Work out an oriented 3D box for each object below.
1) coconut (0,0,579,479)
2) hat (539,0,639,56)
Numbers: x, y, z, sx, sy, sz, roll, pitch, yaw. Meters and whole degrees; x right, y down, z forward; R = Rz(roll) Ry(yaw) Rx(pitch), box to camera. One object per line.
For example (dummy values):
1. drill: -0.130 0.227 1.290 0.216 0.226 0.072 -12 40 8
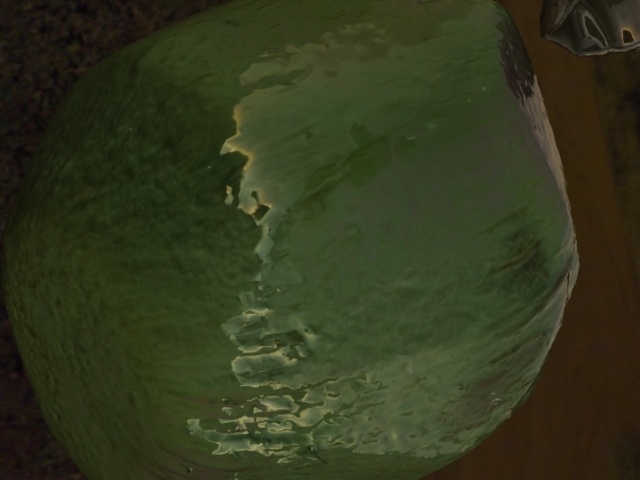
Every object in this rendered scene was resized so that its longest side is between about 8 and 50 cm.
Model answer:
1. coconut: 0.000 0.000 0.491 0.328 0.281 0.328 -33 142 -30
2. hat: 0.194 -0.208 0.538 0.085 0.147 0.175 39 44 -86
